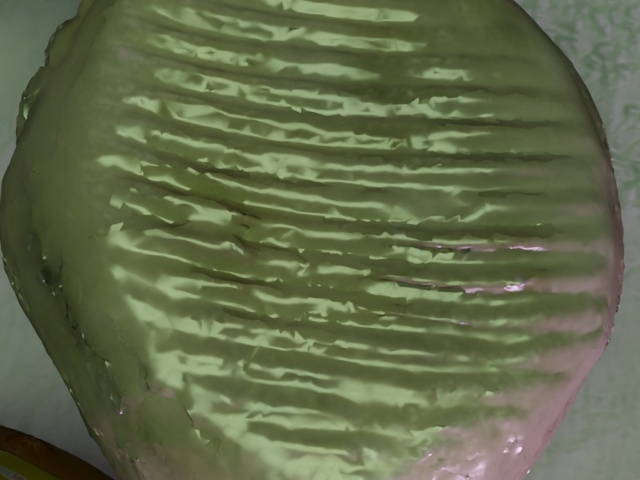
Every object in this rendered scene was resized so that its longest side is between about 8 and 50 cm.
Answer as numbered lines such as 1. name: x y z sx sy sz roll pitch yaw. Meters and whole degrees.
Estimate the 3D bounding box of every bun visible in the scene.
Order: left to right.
1. bun: 0.000 0.000 1.055 0.326 0.234 0.362 -21 78 -5

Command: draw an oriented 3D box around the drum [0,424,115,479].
1. drum: -0.237 0.311 1.007 0.431 0.214 0.431 3 102 13
